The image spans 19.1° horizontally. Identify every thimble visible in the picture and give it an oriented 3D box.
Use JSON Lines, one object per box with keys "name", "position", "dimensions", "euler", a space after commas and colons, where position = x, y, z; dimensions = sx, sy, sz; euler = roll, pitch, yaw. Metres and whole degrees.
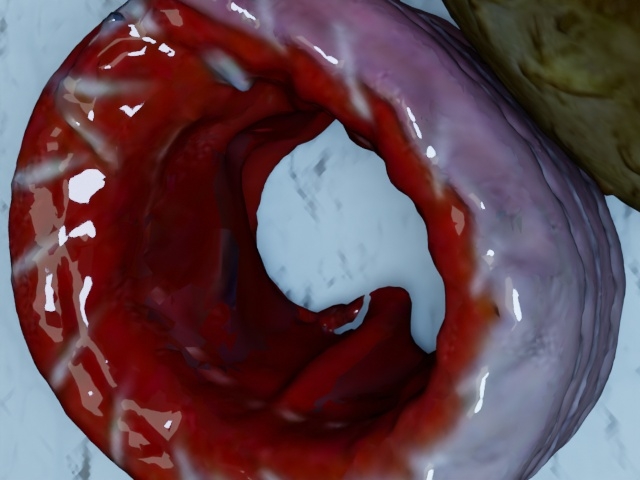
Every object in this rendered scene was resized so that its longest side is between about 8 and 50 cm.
{"name": "thimble", "position": [0.001, 0.007, 0.603], "dimensions": [0.163, 0.125, 0.189], "euler": [-43, 79, 17]}

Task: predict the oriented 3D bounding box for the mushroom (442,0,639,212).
{"name": "mushroom", "position": [0.171, -0.131, 0.488], "dimensions": [0.345, 0.239, 0.345], "euler": [19, 117, 43]}
